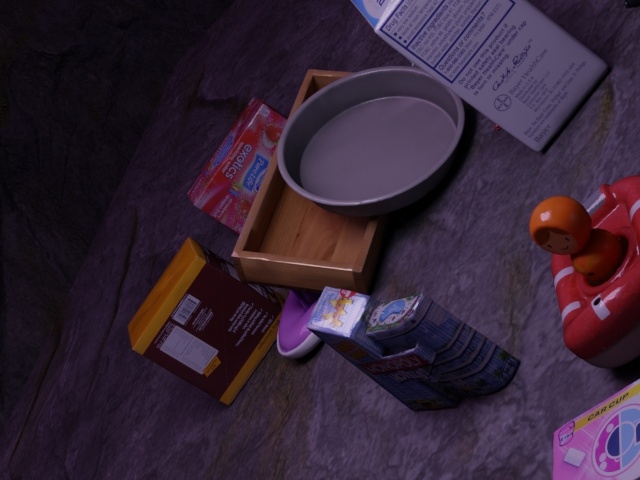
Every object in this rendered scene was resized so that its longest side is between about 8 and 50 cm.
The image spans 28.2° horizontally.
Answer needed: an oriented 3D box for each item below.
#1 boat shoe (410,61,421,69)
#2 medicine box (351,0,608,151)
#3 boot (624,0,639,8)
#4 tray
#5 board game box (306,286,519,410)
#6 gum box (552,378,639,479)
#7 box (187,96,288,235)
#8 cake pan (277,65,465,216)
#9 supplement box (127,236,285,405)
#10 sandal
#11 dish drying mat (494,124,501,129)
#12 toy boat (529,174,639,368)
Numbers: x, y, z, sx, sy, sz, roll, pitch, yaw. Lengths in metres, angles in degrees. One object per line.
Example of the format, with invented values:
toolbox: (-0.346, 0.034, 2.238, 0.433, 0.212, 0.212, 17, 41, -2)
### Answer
boat shoe: (0.212, -0.314, 2.023, 0.118, 0.103, 0.320, -57, 18, -1)
medicine box: (0.197, -0.286, 1.703, 0.149, 0.289, 0.263, -51, 21, 12)
boot: (0.418, -0.313, 1.594, 0.121, 0.045, 0.099, -56, 19, -21)
tray: (0.025, -0.099, 2.008, 0.076, 0.203, 0.410, 76, -153, -48)
board game box: (0.092, 0.120, 1.456, 0.194, 0.194, 0.060, -21, 40, 62)
gum box: (0.284, 0.177, 1.083, 0.188, 0.062, 0.107, -42, 23, 38)
box: (-0.149, -0.154, 2.634, 0.256, 0.128, 0.122, -55, 18, 4)
cake pan: (0.080, -0.147, 1.931, 0.293, 0.054, 0.293, -11, 47, 12)
supplement box: (-0.188, 0.135, 2.140, 0.191, 0.194, 0.129, -55, 18, 5)
sandal: (-0.008, 0.006, 2.047, 0.169, 0.102, 0.416, -35, 29, 50)
dish drying mat: (0.265, -0.192, 1.838, 0.032, 0.008, 0.083, -43, 22, 37)
toy boat: (0.270, 0.012, 1.254, 0.151, 0.151, 0.231, -48, 20, 27)
